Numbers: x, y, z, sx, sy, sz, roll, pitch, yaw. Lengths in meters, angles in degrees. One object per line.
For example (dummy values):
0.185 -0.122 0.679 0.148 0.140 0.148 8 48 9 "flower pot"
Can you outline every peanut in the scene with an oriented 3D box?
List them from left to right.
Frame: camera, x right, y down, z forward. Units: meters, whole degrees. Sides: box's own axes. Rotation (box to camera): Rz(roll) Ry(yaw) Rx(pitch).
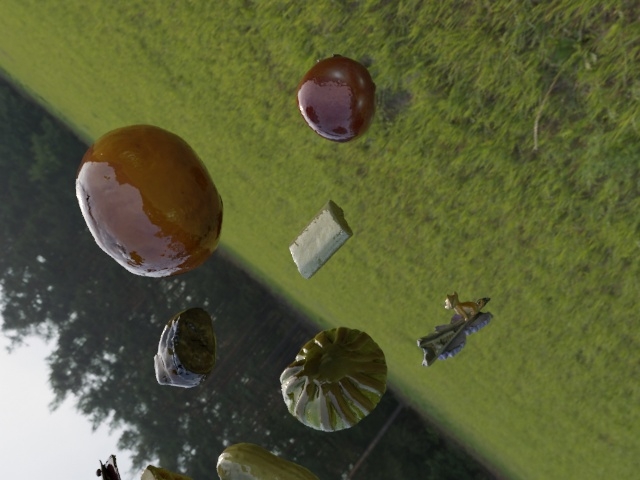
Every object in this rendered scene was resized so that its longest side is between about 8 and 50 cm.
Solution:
-0.130 0.657 1.453 0.319 0.147 0.147 20 170 5 "peanut"

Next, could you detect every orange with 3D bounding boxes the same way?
-0.302 -0.072 0.962 0.283 0.226 0.284 56 169 17 "orange"

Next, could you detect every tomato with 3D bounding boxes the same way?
0.034 -0.268 1.050 0.167 0.167 0.167 38 172 6 "tomato"

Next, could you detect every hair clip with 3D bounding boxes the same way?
0.340 0.224 1.348 0.106 0.292 0.084 -5 110 56 "hair clip"

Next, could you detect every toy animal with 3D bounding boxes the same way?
0.352 0.155 1.320 0.083 0.081 0.060 47 -150 7 "toy animal"

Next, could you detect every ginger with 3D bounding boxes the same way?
-0.485 0.395 1.928 0.201 0.269 0.223 8 154 -43 "ginger"

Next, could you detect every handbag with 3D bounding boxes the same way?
-0.628 0.786 1.602 0.074 0.203 0.216 -8 -165 -29 "handbag"

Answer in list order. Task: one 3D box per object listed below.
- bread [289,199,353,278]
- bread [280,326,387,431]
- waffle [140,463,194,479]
0.000 0.000 1.395 0.060 0.178 0.139 24 -149 -40 "bread"
0.026 0.258 1.016 0.213 0.213 0.104 32 152 38 "bread"
-0.368 0.737 1.471 0.248 0.055 0.221 31 166 38 "waffle"
